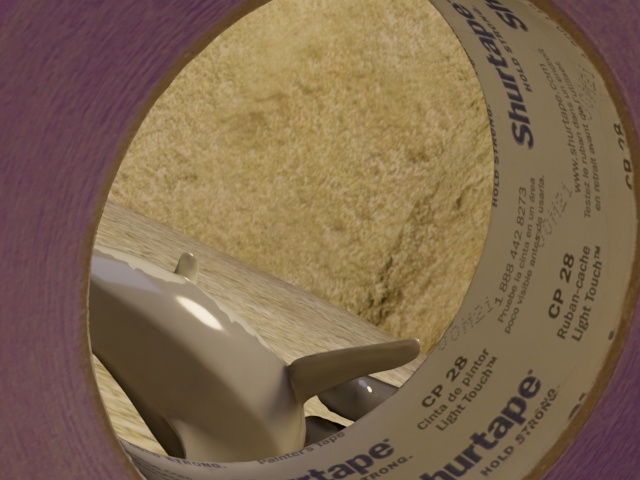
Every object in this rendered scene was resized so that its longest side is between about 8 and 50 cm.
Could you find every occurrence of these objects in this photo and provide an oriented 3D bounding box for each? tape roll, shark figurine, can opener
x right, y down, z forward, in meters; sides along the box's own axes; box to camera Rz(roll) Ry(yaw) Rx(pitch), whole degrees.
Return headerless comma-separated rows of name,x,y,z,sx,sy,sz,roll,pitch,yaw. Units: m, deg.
tape roll,0.000,0.000,0.523,0.275,0.274,0.090,28,1,-31
shark figurine,-0.076,0.063,0.644,0.166,0.116,0.278,-13,-36,35
can opener,0.101,0.160,1.153,0.095,0.076,0.283,28,1,42
